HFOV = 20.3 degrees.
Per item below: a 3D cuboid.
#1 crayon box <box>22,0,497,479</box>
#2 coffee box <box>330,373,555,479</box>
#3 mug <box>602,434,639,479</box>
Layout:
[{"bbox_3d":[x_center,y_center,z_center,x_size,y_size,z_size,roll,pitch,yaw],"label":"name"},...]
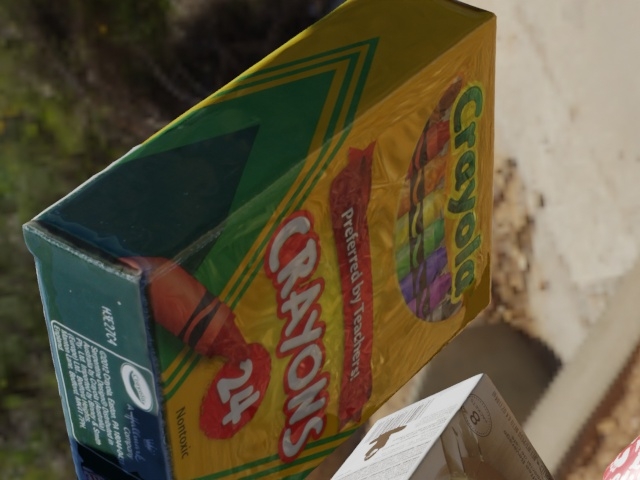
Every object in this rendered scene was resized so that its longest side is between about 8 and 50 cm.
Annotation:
[{"bbox_3d":[0.000,0.000,0.929,0.081,0.318,0.202,24,137,31],"label":"crayon box"},{"bbox_3d":[0.055,0.206,1.046,0.098,0.246,0.141,-28,100,35],"label":"coffee box"},{"bbox_3d":[0.303,0.153,1.318,0.113,0.150,0.169,52,135,13],"label":"mug"}]
